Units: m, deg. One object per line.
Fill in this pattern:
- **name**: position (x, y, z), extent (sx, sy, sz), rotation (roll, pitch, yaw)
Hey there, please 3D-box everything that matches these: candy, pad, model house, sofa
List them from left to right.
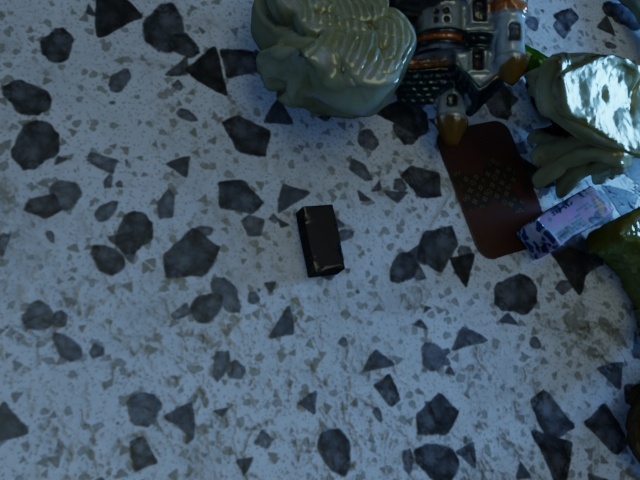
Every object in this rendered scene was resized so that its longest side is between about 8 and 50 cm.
- **sofa**: position (0.000, 0.000, 1.250), extent (0.060, 0.039, 0.118), rotation (-6, 75, -21)
- **model house**: position (0.246, -0.326, 1.346), extent (0.271, 0.190, 0.301), rotation (1, 77, -1)
- **pad**: position (0.335, -0.103, 1.431), extent (0.181, 0.004, 0.267), rotation (-14, 77, -25)
- **candy**: position (0.458, -0.034, 1.400), extent (0.160, 0.092, 0.073), rotation (-28, 78, -25)

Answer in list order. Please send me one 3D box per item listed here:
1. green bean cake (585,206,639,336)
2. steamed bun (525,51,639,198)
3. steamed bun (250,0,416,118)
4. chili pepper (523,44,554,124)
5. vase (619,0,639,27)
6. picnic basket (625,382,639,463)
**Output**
- **green bean cake**: position (0.647, 0.051, 1.429), extent (0.233, 0.124, 0.236), rotation (-24, 82, -27)
- **steamed bun**: position (0.530, -0.212, 1.415), extent (0.428, 0.189, 0.247), rotation (-3, 88, -32)
- **steamed bun**: position (0.014, -0.330, 1.280), extent (0.275, 0.206, 0.320), rotation (-6, 65, -15)
- **chili pepper**: position (0.435, -0.331, 1.494), extent (0.253, 0.099, 0.083), rotation (44, 72, -2)
- **vase**: position (0.802, -0.441, 1.648), extent (0.165, 0.165, 0.360), rotation (-28, 79, -26)
- **picnic basket**: position (0.676, 0.331, 1.203), extent (0.293, 0.337, 0.337), rotation (45, 63, -1)
